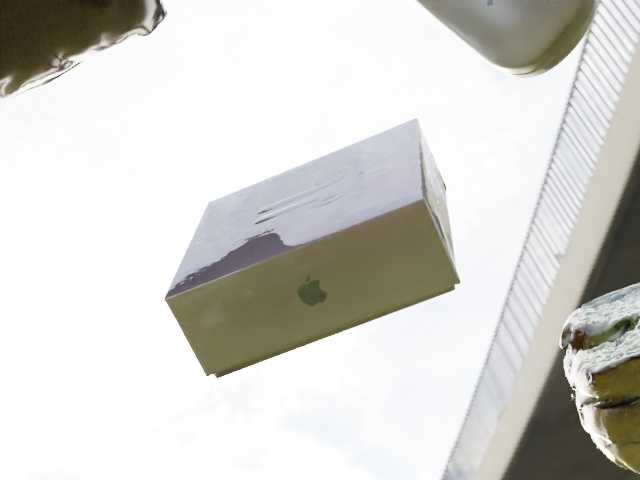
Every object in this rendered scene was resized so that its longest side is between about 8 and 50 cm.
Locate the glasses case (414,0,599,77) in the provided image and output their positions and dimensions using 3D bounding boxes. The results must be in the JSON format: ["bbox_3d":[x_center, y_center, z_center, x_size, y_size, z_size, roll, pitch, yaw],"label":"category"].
[{"bbox_3d":[0.081,-0.168,0.629,0.049,0.197,0.076,15,-61,-50],"label":"glasses case"}]

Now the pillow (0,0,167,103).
[{"bbox_3d":[-0.242,-0.187,0.588,0.308,0.108,0.305,-32,-39,-23],"label":"pillow"}]

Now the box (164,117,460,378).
[{"bbox_3d":[0.000,0.000,0.546,0.129,0.130,0.051,-22,-70,12],"label":"box"}]

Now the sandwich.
[{"bbox_3d":[0.310,0.079,0.826,0.249,0.095,0.273,-18,4,10],"label":"sandwich"}]
